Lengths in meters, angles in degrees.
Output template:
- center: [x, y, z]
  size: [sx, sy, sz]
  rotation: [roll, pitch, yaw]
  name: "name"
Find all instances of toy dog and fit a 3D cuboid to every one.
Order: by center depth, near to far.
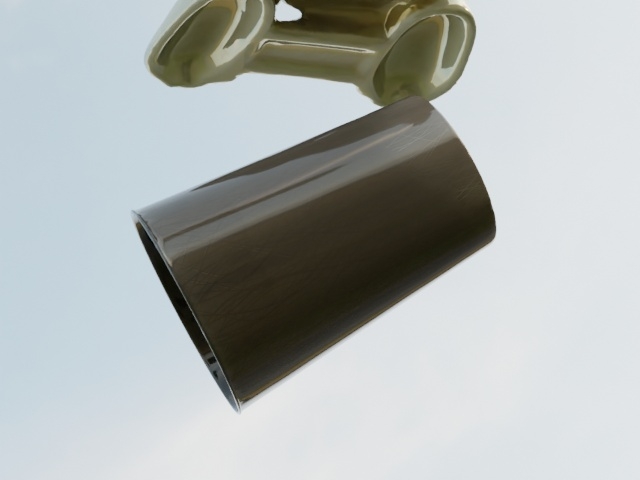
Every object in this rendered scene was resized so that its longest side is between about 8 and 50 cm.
- center: [-0.014, -0.371, 1.146]
  size: [0.285, 0.408, 0.395]
  rotation: [-2, -25, -13]
  name: "toy dog"

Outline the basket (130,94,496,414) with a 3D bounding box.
- center: [0.000, 0.000, 0.971]
  size: [0.227, 0.154, 0.204]
  rotation: [-29, -26, -9]
  name: "basket"
